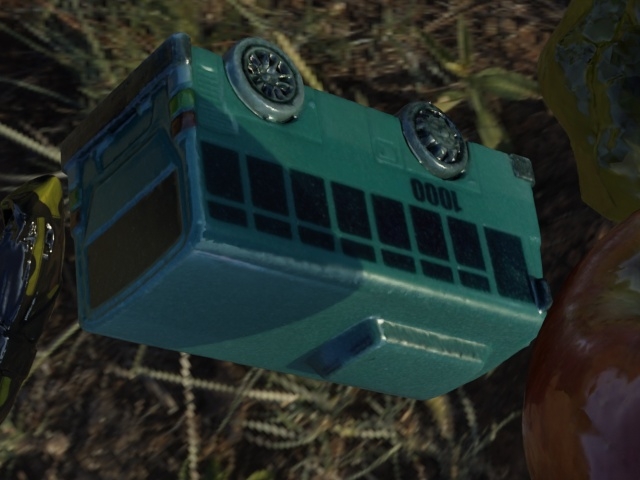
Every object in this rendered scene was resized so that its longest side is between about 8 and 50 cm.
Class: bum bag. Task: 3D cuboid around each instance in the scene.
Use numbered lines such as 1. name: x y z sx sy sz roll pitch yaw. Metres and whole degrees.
1. bum bag: -0.234 0.060 1.121 0.060 0.107 0.232 23 97 5

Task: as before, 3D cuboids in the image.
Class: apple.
1. apple: 0.172 0.079 0.575 0.199 0.199 0.199 2 98 15

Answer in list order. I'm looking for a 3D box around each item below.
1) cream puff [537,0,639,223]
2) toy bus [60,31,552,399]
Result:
1. cream puff: 0.325 -0.117 1.064 0.378 0.275 0.378 9 112 22
2. toy bus: 0.000 0.000 0.824 0.128 0.256 0.147 -36 50 41
